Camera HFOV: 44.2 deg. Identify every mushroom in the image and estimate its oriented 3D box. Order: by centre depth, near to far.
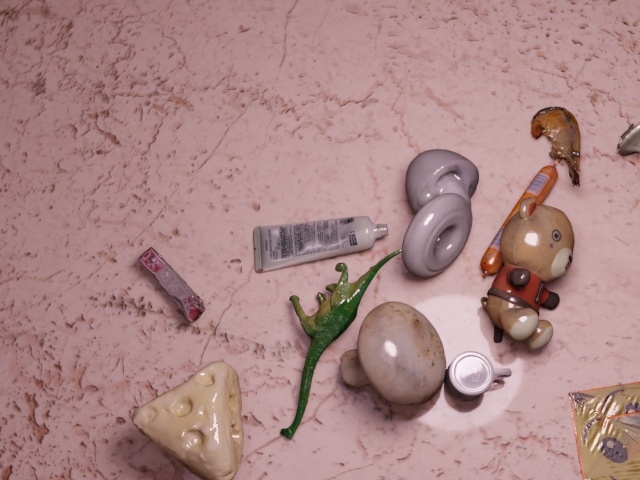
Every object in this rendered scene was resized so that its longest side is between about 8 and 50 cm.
[{"bbox_3d":[0.154,0.267,1.765,0.244,0.243,0.243,-2,69,5],"label":"mushroom"}]

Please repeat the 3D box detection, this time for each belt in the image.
[{"bbox_3d":[-0.360,0.107,1.937,0.053,0.071,0.232,-43,68,-3],"label":"belt"}]

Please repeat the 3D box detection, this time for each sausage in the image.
[{"bbox_3d":[0.482,-0.051,1.913,0.053,0.053,0.347,32,75,16],"label":"sausage"}]

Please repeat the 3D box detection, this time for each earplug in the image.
[{"bbox_3d":[0.272,-0.069,1.872,0.175,0.214,0.325,2,63,27],"label":"earplug"}]

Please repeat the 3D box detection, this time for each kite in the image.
[{"bbox_3d":[0.684,0.438,1.729,0.327,0.013,0.377,39,80,18],"label":"kite"}]

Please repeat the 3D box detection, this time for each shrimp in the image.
[{"bbox_3d":[0.590,-0.225,1.965,0.117,0.066,0.262,-6,54,19],"label":"shrimp"}]

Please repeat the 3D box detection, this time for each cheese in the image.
[{"bbox_3d":[-0.250,0.413,1.756,0.251,0.173,0.248,-39,69,-14],"label":"cheese"}]

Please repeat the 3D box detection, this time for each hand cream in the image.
[{"bbox_3d":[0.000,0.000,1.948,0.341,0.078,0.124,-9,69,11],"label":"hand cream"}]

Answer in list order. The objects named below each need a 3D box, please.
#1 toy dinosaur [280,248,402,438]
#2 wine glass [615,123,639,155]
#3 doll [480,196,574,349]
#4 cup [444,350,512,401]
[{"bbox_3d":[0.037,0.220,1.796,0.447,0.087,0.300,-37,48,24],"label":"toy dinosaur"},{"bbox_3d":[0.841,-0.119,1.835,0.191,0.190,0.357,-23,66,-3],"label":"wine glass"},{"bbox_3d":[0.474,0.077,1.800,0.174,0.235,0.329,11,75,46],"label":"doll"},{"bbox_3d":[0.344,0.293,1.755,0.136,0.133,0.099,-32,73,-6],"label":"cup"}]
